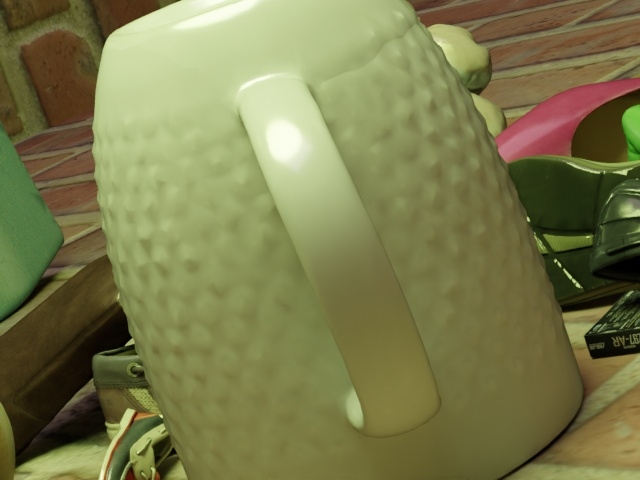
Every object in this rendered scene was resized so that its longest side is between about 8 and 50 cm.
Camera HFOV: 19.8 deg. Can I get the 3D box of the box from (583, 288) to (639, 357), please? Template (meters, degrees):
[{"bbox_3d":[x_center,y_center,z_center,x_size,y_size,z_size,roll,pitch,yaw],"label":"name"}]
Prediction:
[{"bbox_3d":[0.233,0.054,1.293,0.067,0.018,0.083,-11,15,35],"label":"box"}]

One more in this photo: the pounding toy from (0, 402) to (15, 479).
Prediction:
[{"bbox_3d":[-0.297,0.184,1.248,0.269,0.154,0.155,-17,12,17],"label":"pounding toy"}]

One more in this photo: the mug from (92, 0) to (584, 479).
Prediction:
[{"bbox_3d":[0.000,0.000,1.165,0.276,0.328,0.374,-21,12,-3],"label":"mug"}]

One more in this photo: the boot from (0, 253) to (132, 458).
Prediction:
[{"bbox_3d":[-0.211,0.084,1.497,0.248,0.090,0.207,-48,7,-38],"label":"boot"}]

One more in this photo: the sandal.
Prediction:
[{"bbox_3d":[0.243,-0.011,1.407,0.302,0.120,0.086,-7,-10,40],"label":"sandal"}]

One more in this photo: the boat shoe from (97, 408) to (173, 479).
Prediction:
[{"bbox_3d":[-0.136,0.166,1.336,0.043,0.049,0.137,19,22,-1],"label":"boat shoe"}]

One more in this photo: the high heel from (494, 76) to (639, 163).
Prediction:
[{"bbox_3d":[0.304,-0.088,1.540,0.377,0.127,0.181,-23,8,-15],"label":"high heel"}]

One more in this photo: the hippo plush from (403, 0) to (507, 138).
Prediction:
[{"bbox_3d":[0.072,-0.074,1.734,0.234,0.294,0.236,-6,-10,11],"label":"hippo plush"}]

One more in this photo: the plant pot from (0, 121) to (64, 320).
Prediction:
[{"bbox_3d":[-0.480,0.008,2.137,0.247,0.247,0.252,-16,31,16],"label":"plant pot"}]

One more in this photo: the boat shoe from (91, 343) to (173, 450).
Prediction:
[{"bbox_3d":[-0.042,0.081,1.430,0.285,0.092,0.103,-20,14,3],"label":"boat shoe"}]

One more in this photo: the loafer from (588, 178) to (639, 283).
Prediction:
[{"bbox_3d":[0.289,0.012,1.250,0.223,0.076,0.078,8,63,34],"label":"loafer"}]

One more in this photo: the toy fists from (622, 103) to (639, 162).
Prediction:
[{"bbox_3d":[0.379,-0.101,1.447,0.279,0.142,0.096,-17,13,14],"label":"toy fists"}]

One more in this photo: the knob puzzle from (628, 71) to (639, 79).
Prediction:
[{"bbox_3d":[0.365,-0.149,1.940,0.213,0.030,0.213,-18,13,4],"label":"knob puzzle"}]
